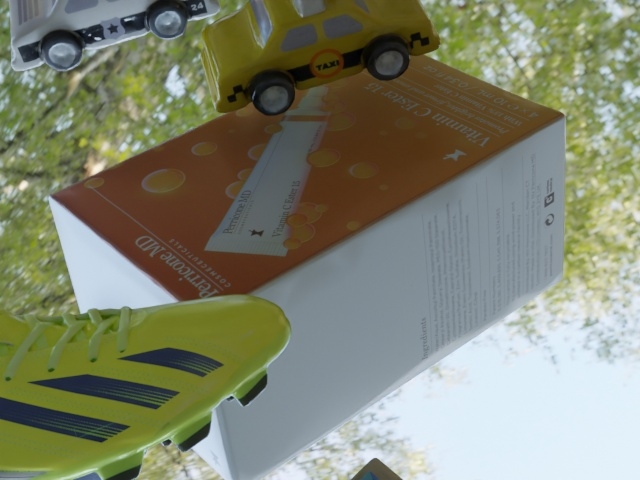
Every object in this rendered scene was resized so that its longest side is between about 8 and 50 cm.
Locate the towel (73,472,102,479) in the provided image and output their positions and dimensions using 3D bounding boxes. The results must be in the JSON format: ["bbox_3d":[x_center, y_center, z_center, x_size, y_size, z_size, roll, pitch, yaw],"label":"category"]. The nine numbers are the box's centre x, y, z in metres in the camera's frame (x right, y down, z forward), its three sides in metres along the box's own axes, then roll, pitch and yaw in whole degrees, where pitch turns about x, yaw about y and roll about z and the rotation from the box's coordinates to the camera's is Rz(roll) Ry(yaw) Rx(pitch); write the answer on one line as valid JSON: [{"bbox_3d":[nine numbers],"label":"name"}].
[{"bbox_3d":[-0.350,0.247,1.247,0.285,0.034,0.209,-2,-65,-35],"label":"towel"}]

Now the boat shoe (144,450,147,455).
[{"bbox_3d":[-0.223,0.165,1.105,0.049,0.056,0.152,-46,-62,-31],"label":"boat shoe"}]

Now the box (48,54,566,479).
[{"bbox_3d":[0.000,0.000,0.912,0.345,0.215,0.168,-30,-49,-27],"label":"box"}]

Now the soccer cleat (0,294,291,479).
[{"bbox_3d":[-0.158,0.074,0.587,0.289,0.093,0.121,-21,-85,-1],"label":"soccer cleat"}]

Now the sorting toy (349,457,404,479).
[{"bbox_3d":[0.046,0.171,0.683,0.083,0.012,0.062,37,-130,22],"label":"sorting toy"}]

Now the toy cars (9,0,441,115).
[{"bbox_3d":[-0.098,-0.197,0.938,0.393,0.087,0.176,14,-129,26],"label":"toy cars"}]
